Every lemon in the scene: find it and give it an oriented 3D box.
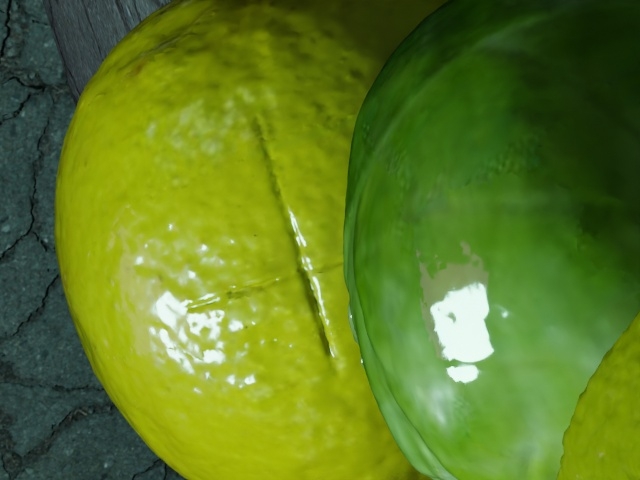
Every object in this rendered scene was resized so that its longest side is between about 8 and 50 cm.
[{"bbox_3d":[0.000,0.000,1.035,0.297,0.297,0.297,159,90,-78],"label":"lemon"}]

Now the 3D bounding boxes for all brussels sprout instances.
[{"bbox_3d":[0.105,0.009,0.777,0.244,0.244,0.244,159,90,-78],"label":"brussels sprout"}]

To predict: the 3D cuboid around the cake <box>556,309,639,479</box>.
[{"bbox_3d":[0.182,0.119,0.640,0.156,0.179,0.260,26,138,57],"label":"cake"}]
